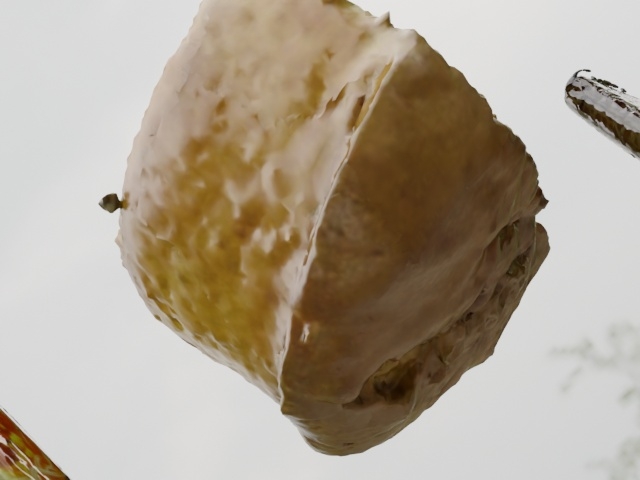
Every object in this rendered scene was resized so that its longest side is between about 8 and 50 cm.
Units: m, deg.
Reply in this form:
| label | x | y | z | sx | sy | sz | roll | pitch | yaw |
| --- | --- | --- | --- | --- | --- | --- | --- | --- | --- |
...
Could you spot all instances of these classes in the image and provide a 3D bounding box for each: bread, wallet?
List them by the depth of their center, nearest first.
| label | x | y | z | sx | sy | sz | roll | pitch | yaw |
| --- | --- | --- | --- | --- | --- | --- | --- | --- | --- |
| bread | 0.000 | 0.000 | 1.030 | 0.179 | 0.194 | 0.340 | -53 | -16 | -5 |
| wallet | 0.250 | -0.021 | 1.087 | 0.133 | 0.243 | 0.039 | 9 | -68 | -39 |

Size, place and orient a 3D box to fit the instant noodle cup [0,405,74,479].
| label | x | y | z | sx | sy | sz | roll | pitch | yaw |
| --- | --- | --- | --- | --- | --- | --- | --- | --- | --- |
| instant noodle cup | -0.138 | 0.090 | 0.486 | 0.182 | 0.144 | 0.182 | -37 | -34 | -31 |
